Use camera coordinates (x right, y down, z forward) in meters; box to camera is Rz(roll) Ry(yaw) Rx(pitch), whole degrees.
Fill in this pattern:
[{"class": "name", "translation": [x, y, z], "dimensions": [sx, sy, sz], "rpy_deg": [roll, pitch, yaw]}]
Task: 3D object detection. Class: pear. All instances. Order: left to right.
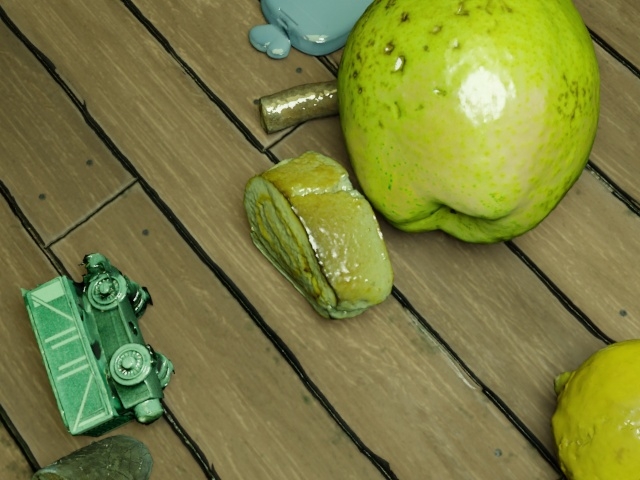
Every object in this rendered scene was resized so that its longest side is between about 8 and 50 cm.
[{"class": "pear", "translation": [0.206, -0.177, 0.936], "dimensions": [0.392, 0.391, 0.390], "rpy_deg": [-1, 71, 2]}]

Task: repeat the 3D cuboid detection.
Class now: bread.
[{"class": "bread", "translation": [0.000, 0.000, 0.973], "dimensions": [0.124, 0.186, 0.257], "rpy_deg": [-30, 76, -25]}]

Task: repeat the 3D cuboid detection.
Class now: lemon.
[{"class": "lemon", "translation": [0.434, 0.256, 0.824], "dimensions": [0.261, 0.260, 0.283], "rpy_deg": [-31, 73, -8]}]

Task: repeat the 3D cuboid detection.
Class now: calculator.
[{"class": "calculator", "translation": [0.004, -0.430, 1.190], "dimensions": [0.303, 0.042, 0.188], "rpy_deg": [-41, 75, -14]}]

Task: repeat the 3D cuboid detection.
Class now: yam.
[{"class": "yam", "translation": [-0.312, 0.324, 0.887], "dimensions": [0.107, 0.183, 0.107], "rpy_deg": [-1, 84, 12]}, {"class": "yam", "translation": [0.042, -0.247, 1.116], "dimensions": [0.300, 0.066, 0.066], "rpy_deg": [-16, 71, -4]}]

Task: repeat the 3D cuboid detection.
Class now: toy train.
[{"class": "toy train", "translation": [-0.315, 0.154, 0.972], "dimensions": [0.155, 0.115, 0.269], "rpy_deg": [-27, 72, 2]}]
